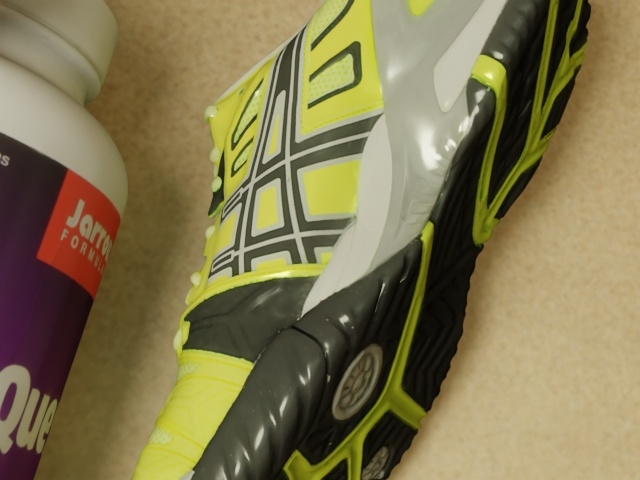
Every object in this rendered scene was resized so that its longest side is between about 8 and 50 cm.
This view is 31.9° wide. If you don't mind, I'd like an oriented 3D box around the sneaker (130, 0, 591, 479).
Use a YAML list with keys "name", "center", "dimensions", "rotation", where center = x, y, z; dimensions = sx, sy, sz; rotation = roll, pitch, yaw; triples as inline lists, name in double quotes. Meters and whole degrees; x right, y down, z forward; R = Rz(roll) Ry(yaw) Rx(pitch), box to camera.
- name: "sneaker"
  center: [0.000, 0.000, 0.574]
  dimensions: [0.147, 0.145, 0.384]
  rotation: [23, 74, 27]

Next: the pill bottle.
- name: "pill bottle"
  center: [-0.195, 0.031, 0.482]
  dimensions: [0.181, 0.181, 0.323]
  rotation: [18, 75, -7]
